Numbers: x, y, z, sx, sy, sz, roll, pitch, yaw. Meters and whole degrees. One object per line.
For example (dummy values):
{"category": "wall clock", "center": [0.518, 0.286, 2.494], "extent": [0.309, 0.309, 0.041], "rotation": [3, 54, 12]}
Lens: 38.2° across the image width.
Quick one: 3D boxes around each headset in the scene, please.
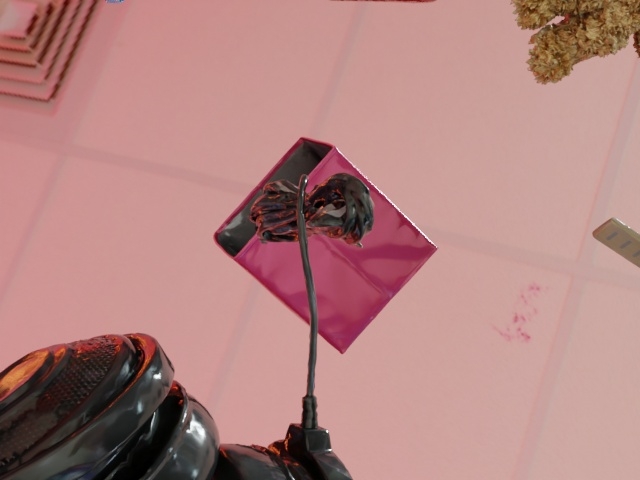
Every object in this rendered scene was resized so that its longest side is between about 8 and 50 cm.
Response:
{"category": "headset", "center": [-0.083, 0.133, 0.487], "extent": [0.394, 0.243, 0.185], "rotation": [-60, -154, -13]}

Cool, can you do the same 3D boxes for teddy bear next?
{"category": "teddy bear", "center": [0.420, -0.340, 1.262], "extent": [0.338, 0.113, 0.245], "rotation": [-10, -71, -8]}

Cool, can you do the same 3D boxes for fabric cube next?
{"category": "fabric cube", "center": [0.000, 0.000, 1.639], "extent": [0.259, 0.258, 0.254], "rotation": [-48, -162, -2]}

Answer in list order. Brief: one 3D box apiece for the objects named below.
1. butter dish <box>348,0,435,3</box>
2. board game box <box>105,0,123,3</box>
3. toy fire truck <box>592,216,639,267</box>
{"category": "butter dish", "center": [0.044, -0.325, 0.929], "extent": [0.160, 0.160, 0.118], "rotation": [11, -113, 31]}
{"category": "board game box", "center": [-0.175, -0.382, 1.060], "extent": [0.211, 0.160, 0.039], "rotation": [-31, -151, -32]}
{"category": "toy fire truck", "center": [0.540, -0.017, 1.318], "extent": [0.158, 0.246, 0.217], "rotation": [52, -44, 33]}
